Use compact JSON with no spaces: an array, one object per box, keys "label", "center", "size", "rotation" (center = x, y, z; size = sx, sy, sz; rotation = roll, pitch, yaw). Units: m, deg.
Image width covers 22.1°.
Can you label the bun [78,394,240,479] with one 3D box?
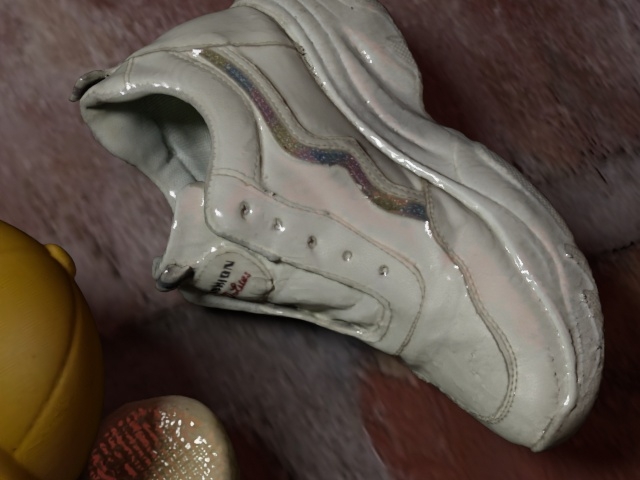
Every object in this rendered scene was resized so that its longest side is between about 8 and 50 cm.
[{"label":"bun","center":[-0.085,0.123,0.850],"size":[0.086,0.055,0.086],"rotation":[1,78,-4]}]

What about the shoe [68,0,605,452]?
[{"label":"shoe","center":[0.000,0.000,0.933],"size":[0.211,0.132,0.342],"rotation":[-25,69,-31]}]

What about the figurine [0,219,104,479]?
[{"label":"figurine","center":[-0.214,0.086,0.743],"size":[0.257,0.167,0.192],"rotation":[-38,94,-36]}]
